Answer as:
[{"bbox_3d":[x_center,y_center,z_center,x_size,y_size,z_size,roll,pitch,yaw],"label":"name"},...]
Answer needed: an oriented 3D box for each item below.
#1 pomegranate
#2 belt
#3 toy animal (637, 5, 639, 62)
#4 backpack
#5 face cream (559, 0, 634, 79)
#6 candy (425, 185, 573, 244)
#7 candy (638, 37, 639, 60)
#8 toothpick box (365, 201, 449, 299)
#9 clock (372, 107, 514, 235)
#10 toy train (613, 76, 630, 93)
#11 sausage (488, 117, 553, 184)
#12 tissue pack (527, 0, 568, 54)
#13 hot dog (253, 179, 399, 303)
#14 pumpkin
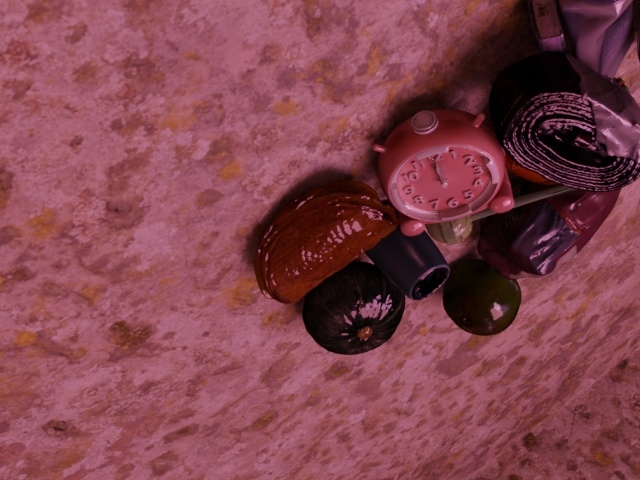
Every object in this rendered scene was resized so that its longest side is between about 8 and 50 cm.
[{"bbox_3d":[0.388,0.111,2.132,0.225,0.187,0.187,-55,157,-28],"label":"pomegranate"},{"bbox_3d":[0.425,-0.205,1.570,0.289,0.164,0.184,23,125,-23],"label":"belt"},{"bbox_3d":[0.736,-0.411,1.706,0.251,0.251,0.310,3,128,-46],"label":"toy animal"},{"bbox_3d":[0.492,-0.066,1.944,0.317,0.197,0.283,-47,-175,-6],"label":"backpack"},{"bbox_3d":[0.511,-0.384,1.630,0.235,0.137,0.420,-63,153,-13],"label":"face cream"},{"bbox_3d":[0.365,-0.071,1.814,0.335,0.093,0.092,-18,135,23],"label":"candy"},{"bbox_3d":[0.608,-0.415,1.587,0.101,0.271,0.143,0,173,7],"label":"candy"},{"bbox_3d":[0.161,0.022,1.758,0.120,0.184,0.120,-26,146,-19],"label":"toothpick box"},{"bbox_3d":[0.211,-0.145,1.631,0.227,0.142,0.241,-16,142,14],"label":"clock"},{"bbox_3d":[0.588,-0.294,1.888,0.103,0.064,0.044,-38,147,1],"label":"toy train"},{"bbox_3d":[0.427,-0.190,1.776,0.141,0.153,0.268,-24,158,32],"label":"sausage"},{"bbox_3d":[0.396,-0.347,1.580,0.051,0.112,0.156,-14,152,15],"label":"tissue pack"},{"bbox_3d":[0.000,0.000,1.634,0.272,0.122,0.196,-37,150,19],"label":"hot dog"},{"bbox_3d":[0.068,0.136,1.848,0.211,0.152,0.212,-10,143,-8],"label":"pumpkin"}]
